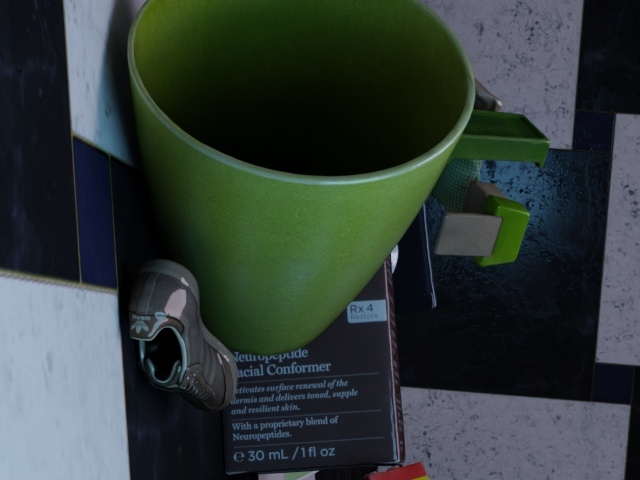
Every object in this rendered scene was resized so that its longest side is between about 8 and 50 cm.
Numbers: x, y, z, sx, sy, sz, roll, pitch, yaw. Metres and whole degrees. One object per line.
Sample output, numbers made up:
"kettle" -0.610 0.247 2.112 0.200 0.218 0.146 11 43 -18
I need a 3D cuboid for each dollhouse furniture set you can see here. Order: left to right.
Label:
"dollhouse furniture set" 0.166 -0.120 1.909 0.301 0.151 0.198 -123 -140 -54

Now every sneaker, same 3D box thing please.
"sneaker" -0.118 0.095 1.095 0.188 0.066 0.071 72 30 -48

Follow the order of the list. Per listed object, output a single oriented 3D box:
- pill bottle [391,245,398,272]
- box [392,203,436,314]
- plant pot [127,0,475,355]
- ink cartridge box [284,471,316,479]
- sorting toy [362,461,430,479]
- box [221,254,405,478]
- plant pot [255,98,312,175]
"pill bottle" 0.000 0.000 1.673 0.103 0.184 0.103 -37 -138 43
"box" 0.028 -0.128 1.912 0.294 0.211 0.396 78 4 -50
"plant pot" -0.034 -0.042 1.171 0.294 0.274 0.275 102 -9 -45
"ink cartridge box" -0.037 0.169 1.672 0.171 0.056 0.235 -3 94 -70
"sorting toy" 0.021 0.313 1.416 0.255 0.257 0.089 72 -8 -74
"box" -0.013 0.062 1.503 0.143 0.191 0.382 61 24 -78
"plant pot" -0.030 -0.098 1.367 0.215 0.215 0.231 -73 160 -77
